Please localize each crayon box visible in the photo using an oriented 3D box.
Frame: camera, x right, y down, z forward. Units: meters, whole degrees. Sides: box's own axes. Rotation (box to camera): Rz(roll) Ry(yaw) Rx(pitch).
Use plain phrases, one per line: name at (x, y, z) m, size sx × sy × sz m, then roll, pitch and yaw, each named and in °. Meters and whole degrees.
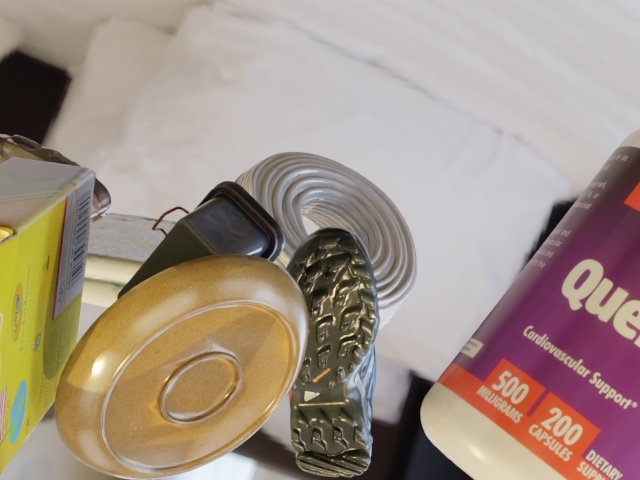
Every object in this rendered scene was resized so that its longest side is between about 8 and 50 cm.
crayon box at (-0.259, 0.058, 1.125) m, size 0.081 × 0.202 × 0.318 m, roll 9°, pitch -169°, yaw 1°

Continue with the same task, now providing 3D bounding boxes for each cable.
cable at (0.000, 0.000, 1.744) m, size 0.257 × 0.257 × 0.089 m, roll 32°, pitch 130°, yaw -11°

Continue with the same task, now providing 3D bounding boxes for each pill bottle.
pill bottle at (0.225, 0.050, 0.947) m, size 0.181 × 0.323 × 0.181 m, roll 38°, pitch 177°, yaw 2°

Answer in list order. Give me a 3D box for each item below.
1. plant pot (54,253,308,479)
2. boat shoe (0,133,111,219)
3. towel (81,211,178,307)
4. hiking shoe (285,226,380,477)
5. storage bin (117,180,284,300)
plant pot at (-0.105, 0.116, 1.180) m, size 0.236 × 0.236 × 0.032 m, roll 36°, pitch -170°, yaw -49°
boat shoe at (-0.339, -0.067, 1.595) m, size 0.092 × 0.103 × 0.285 m, roll -13°, pitch -157°, yaw -39°
towel at (-0.217, 0.046, 2.115) m, size 0.374 × 0.090 × 0.320 m, roll 9°, pitch -167°, yaw 10°
hiking shoe at (0.005, 0.101, 1.477) m, size 0.113 × 0.132 × 0.304 m, roll 3°, pitch 124°, yaw 1°
storage bin at (-0.114, 0.019, 1.226) m, size 0.098 × 0.135 × 0.091 m, roll 46°, pitch -155°, yaw 8°
